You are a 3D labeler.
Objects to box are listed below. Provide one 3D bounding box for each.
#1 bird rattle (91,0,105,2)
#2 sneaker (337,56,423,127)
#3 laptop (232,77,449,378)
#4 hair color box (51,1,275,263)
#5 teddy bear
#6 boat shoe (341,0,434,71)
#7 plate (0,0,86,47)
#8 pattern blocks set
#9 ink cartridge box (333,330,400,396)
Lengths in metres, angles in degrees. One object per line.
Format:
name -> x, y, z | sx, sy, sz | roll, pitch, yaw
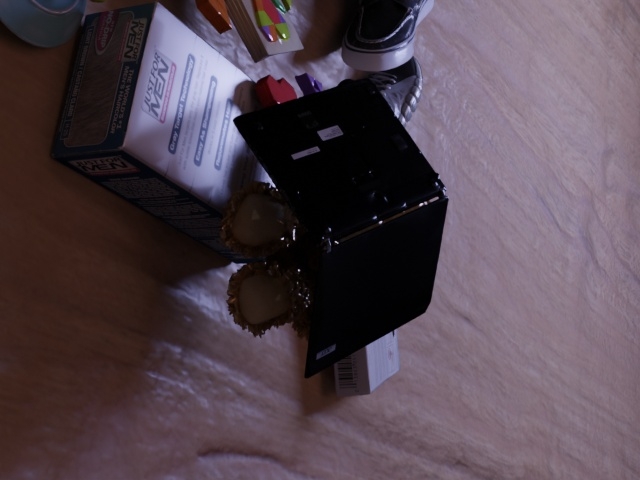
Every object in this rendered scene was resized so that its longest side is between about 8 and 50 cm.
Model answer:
bird rattle -> -0.228, -0.387, 1.218 | 0.207, 0.143, 0.253 | 19, 54, -44
sneaker -> 0.079, -0.218, 1.782 | 0.132, 0.086, 0.229 | 45, 50, -44
laptop -> 0.021, -0.023, 1.361 | 0.234, 0.136, 0.264 | -24, 76, -46
hair color box -> -0.139, -0.109, 1.382 | 0.347, 0.105, 0.174 | 35, 59, -53
teddy bear -> 0.000, 0.000, 1.424 | 0.338, 0.113, 0.245 | -36, 113, -43
boat shoe -> 0.106, -0.352, 1.799 | 0.301, 0.108, 0.102 | -57, 151, -49
plate -> -0.287, -0.289, 1.219 | 0.188, 0.024, 0.188 | 34, 51, -57
pattern blocks set -> -0.086, -0.299, 1.456 | 0.325, 0.026, 0.285 | 58, 22, -17
ink cartridge box -> 0.064, 0.118, 1.767 | 0.232, 0.066, 0.189 | -10, 95, -80
